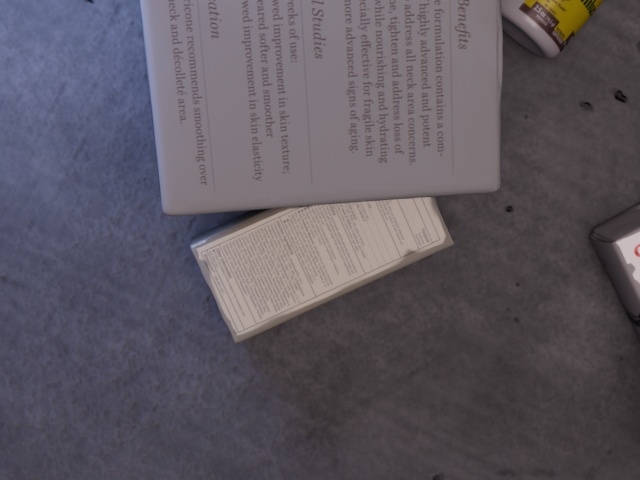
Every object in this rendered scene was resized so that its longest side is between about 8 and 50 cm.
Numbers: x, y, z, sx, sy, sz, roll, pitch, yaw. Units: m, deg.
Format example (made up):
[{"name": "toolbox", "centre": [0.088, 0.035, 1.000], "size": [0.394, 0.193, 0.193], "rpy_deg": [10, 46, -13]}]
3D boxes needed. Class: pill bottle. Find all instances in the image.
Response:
[{"name": "pill bottle", "centre": [0.323, -0.349, 1.857], "size": [0.117, 0.117, 0.215], "rpy_deg": [39, 91, -7]}]

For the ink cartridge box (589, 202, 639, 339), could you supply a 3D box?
[{"name": "ink cartridge box", "centre": [0.516, 0.071, 1.909], "size": [0.207, 0.117, 0.283], "rpy_deg": [-28, 98, -1]}]

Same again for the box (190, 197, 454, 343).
[{"name": "box", "centre": [0.000, 0.000, 1.862], "size": [0.311, 0.121, 0.148], "rpy_deg": [-23, 97, -2]}]

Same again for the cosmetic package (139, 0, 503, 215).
[{"name": "cosmetic package", "centre": [-0.005, -0.246, 1.697], "size": [0.394, 0.327, 0.329], "rpy_deg": [-4, 113, -3]}]
